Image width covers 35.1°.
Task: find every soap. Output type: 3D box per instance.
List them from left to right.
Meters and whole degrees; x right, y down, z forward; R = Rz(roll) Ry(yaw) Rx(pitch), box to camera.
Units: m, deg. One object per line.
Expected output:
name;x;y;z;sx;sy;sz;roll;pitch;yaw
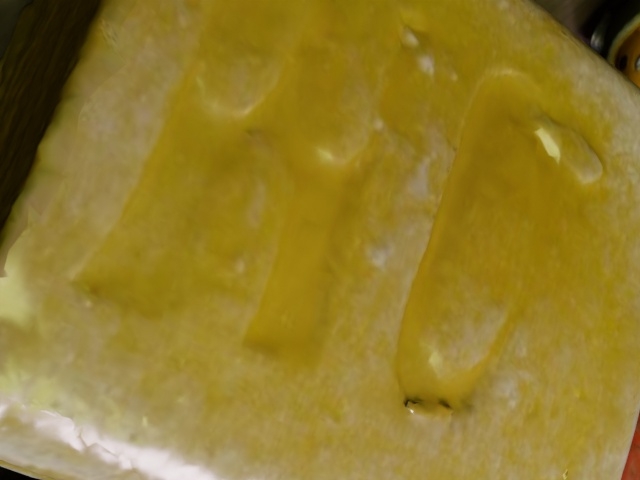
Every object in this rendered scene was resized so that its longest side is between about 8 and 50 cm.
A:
soap;0.000;0.000;0.479;0.335;0.156;0.293;30;68;-28

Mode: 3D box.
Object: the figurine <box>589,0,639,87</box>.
figurine;0.261;-0.118;0.618;0.250;0.166;0.141;-35;82;-31

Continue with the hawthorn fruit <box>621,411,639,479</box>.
hawthorn fruit;0.156;0.115;0.643;0.163;0.163;0.203;31;81;-27
